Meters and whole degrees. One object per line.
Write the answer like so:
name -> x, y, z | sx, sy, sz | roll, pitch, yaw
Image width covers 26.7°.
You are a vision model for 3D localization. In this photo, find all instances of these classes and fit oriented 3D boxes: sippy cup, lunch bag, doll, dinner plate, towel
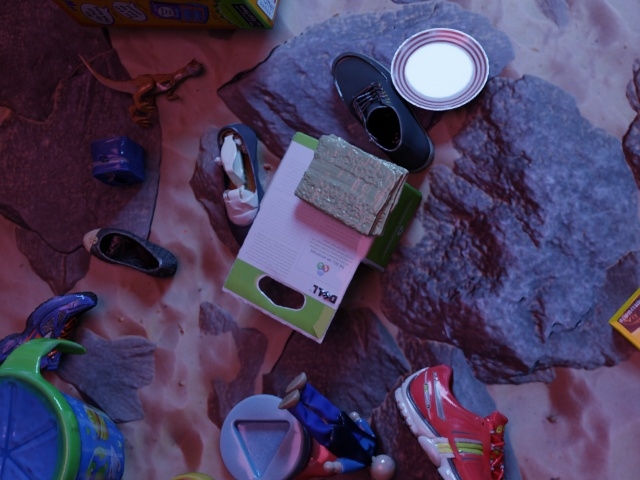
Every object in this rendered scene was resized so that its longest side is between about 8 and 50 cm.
sippy cup -> -0.406, 0.315, 1.973 | 0.240, 0.224, 0.305 | 43, 97, 24
lunch bag -> -0.315, -0.119, 2.100 | 0.067, 0.098, 0.065 | -10, 77, 15
doll -> 0.027, 0.270, 1.857 | 0.189, 0.129, 0.046 | 41, 125, -11
dinner plate -> 0.172, -0.245, 1.952 | 0.141, 0.017, 0.141 | -3, 65, 6
towel -> 0.042, -0.076, 1.875 | 0.148, 0.027, 0.110 | 27, 91, 24

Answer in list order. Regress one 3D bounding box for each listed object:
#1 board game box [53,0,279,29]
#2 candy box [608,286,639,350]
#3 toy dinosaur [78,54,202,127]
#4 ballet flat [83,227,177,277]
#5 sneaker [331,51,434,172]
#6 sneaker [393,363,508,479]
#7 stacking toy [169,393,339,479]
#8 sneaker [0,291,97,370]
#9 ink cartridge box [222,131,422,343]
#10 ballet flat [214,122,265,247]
board game box -> -0.259, -0.553, 2.002 | 0.356, 0.356, 0.356 | 5, 72, 25
candy box -> 0.485, 0.067, 1.765 | 0.105, 0.027, 0.206 | 44, 97, 21
toy dinosaur -> -0.285, -0.242, 2.146 | 0.211, 0.064, 0.112 | -3, 59, 13
ballet flat -> -0.298, 0.014, 2.090 | 0.173, 0.049, 0.058 | 16, 84, 25
sneaker -> 0.078, -0.203, 1.943 | 0.083, 0.118, 0.222 | -41, 67, 10
sneaker -> 0.208, 0.282, 1.794 | 0.118, 0.107, 0.279 | -36, 70, 2
stacking toy -> -0.098, 0.383, 1.882 | 0.309, 0.130, 0.279 | -43, 66, 9
sneaker -> -0.425, 0.157, 2.106 | 0.221, 0.083, 0.087 | -40, 80, 16
ink cartridge box -> 0.000, 0.000, 1.945 | 0.188, 0.097, 0.255 | 27, 91, 25
ballet flat -> -0.123, -0.083, 2.028 | 0.074, 0.074, 0.203 | -13, 74, 20
